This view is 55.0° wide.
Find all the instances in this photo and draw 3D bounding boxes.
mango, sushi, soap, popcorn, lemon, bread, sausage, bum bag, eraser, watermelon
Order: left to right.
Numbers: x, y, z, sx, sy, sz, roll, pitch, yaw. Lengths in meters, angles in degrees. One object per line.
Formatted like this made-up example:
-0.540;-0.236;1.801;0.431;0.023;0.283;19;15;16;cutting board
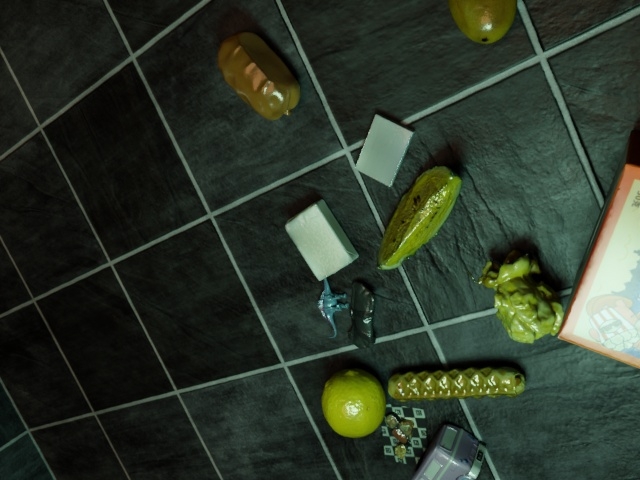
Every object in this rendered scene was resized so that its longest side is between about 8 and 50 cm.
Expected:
-0.152;-0.403;1.514;0.241;0.120;0.136;46;138;6;sausage
0.000;0.000;1.612;0.121;0.064;0.183;-32;91;28;soap
0.091;0.446;1.673;0.178;0.178;0.203;2;108;29;lemon
0.116;0.203;1.644;0.087;0.049;0.198;25;123;47;bum bag
0.152;-0.216;1.474;0.103;0.023;0.150;30;120;16;eraser
0.230;0.558;1.724;0.139;0.031;0.201;1;109;28;sushi
0.227;-0.055;1.431;0.123;0.129;0.301;38;117;9;watermelon
0.335;0.366;1.564;0.367;0.084;0.077;-12;63;34;bread
0.317;-0.508;1.228;0.136;0.099;0.228;-10;96;36;mango
0.440;0.127;1.358;0.173;0.168;0.195;-21;98;31;popcorn

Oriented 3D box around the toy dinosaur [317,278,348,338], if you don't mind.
0.032;0.175;1.681;0.080;0.045;0.198;1;101;36;toy dinosaur

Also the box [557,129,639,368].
0.631;0.019;1.120;0.256;0.318;0.349;20;116;20;box

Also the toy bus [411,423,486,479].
0.334;0.606;1.622;0.142;0.142;0.203;29;119;11;toy bus
